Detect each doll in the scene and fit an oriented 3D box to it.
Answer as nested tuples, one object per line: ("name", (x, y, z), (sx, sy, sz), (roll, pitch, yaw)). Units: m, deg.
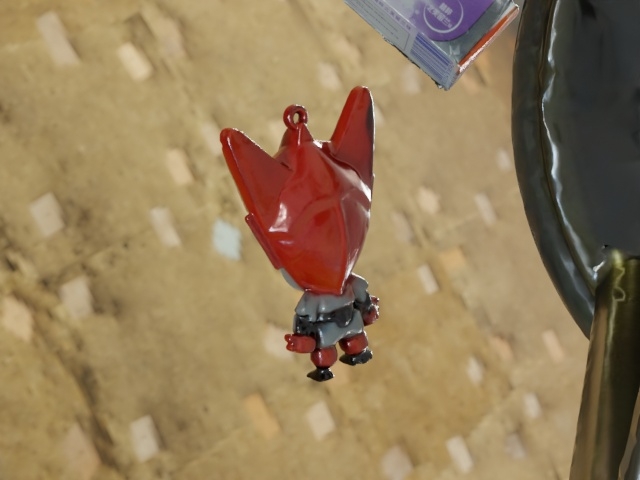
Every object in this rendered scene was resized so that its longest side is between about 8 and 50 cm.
("doll", (0.000, 0.000, 1.009), (0.109, 0.057, 0.169), (-21, -76, -33))

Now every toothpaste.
("toothpaste", (0.000, -0.148, 0.750), (0.196, 0.047, 0.040), (42, 178, 6))

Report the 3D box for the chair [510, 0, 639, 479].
("chair", (0.219, -0.019, 0.417), (0.410, 0.362, 0.364), (-95, 15, -76))
